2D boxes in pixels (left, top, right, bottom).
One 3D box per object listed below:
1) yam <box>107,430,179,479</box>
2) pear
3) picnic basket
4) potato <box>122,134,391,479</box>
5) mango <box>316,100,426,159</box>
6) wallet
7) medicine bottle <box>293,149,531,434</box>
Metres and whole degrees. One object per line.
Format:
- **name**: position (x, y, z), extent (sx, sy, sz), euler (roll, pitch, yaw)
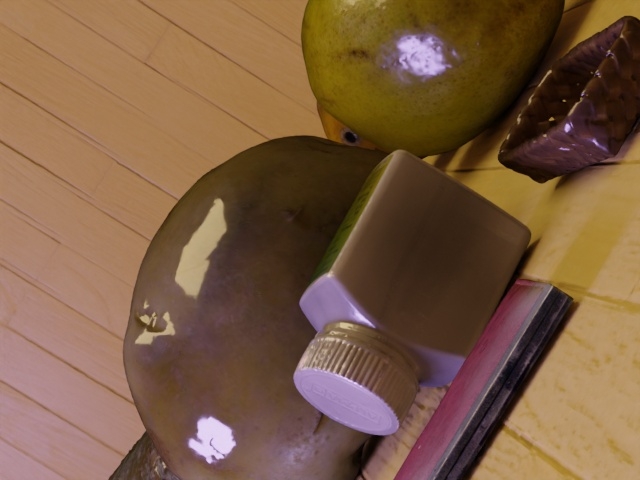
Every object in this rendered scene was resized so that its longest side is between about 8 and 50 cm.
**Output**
- **yam**: position (-0.118, 0.250, 1.700), extent (0.304, 0.168, 0.168), euler (-49, 9, 48)
- **pear**: position (0.114, -0.222, 1.893), extent (0.253, 0.253, 0.307), euler (-60, 16, -25)
- **picnic basket**: position (0.198, -0.099, 1.356), extent (0.110, 0.055, 0.193), euler (-57, 4, -10)
- **potato**: position (-0.030, 0.059, 1.496), extent (0.326, 0.243, 0.221), euler (-58, 19, -13)
- **mango**: position (0.139, -0.218, 2.148), extent (0.329, 0.175, 0.176), euler (-40, 27, -3)
- **wallet**: position (0.087, 0.128, 1.195), extent (0.232, 0.025, 0.119), euler (-58, 6, -1)
- **medicine bottle**: position (0.059, 0.045, 1.361), extent (0.188, 0.132, 0.088), euler (-60, 7, -25)
